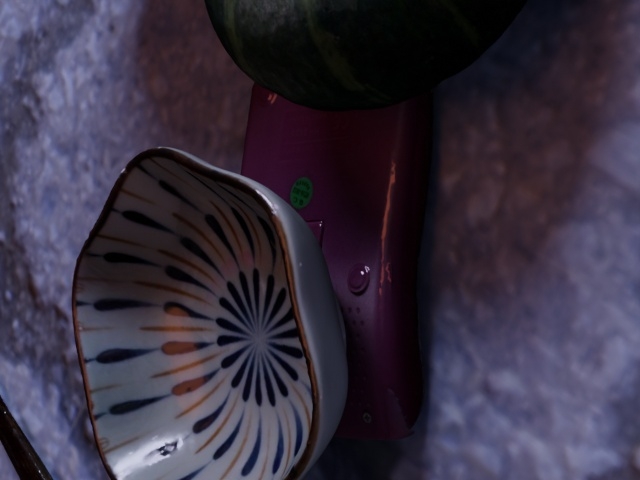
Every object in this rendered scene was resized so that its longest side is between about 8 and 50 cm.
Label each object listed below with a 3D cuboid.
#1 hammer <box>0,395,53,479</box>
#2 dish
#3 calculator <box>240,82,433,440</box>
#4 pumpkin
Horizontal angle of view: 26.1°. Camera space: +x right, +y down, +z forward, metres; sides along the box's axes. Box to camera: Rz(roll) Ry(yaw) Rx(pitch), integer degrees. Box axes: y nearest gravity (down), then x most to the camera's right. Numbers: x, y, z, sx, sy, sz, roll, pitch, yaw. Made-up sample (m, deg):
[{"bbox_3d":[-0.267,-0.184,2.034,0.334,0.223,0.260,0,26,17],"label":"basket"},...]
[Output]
[{"bbox_3d":[-0.202,0.111,0.881,0.178,0.021,0.065,51,119,35],"label":"hammer"},{"bbox_3d":[-0.041,0.047,0.650,0.191,0.066,0.190,8,100,48],"label":"dish"},{"bbox_3d":[0.000,0.000,0.682,0.127,0.034,0.190,-3,82,47],"label":"calculator"},{"bbox_3d":[0.023,-0.135,0.606,0.167,0.125,0.167,-7,70,20],"label":"pumpkin"}]
